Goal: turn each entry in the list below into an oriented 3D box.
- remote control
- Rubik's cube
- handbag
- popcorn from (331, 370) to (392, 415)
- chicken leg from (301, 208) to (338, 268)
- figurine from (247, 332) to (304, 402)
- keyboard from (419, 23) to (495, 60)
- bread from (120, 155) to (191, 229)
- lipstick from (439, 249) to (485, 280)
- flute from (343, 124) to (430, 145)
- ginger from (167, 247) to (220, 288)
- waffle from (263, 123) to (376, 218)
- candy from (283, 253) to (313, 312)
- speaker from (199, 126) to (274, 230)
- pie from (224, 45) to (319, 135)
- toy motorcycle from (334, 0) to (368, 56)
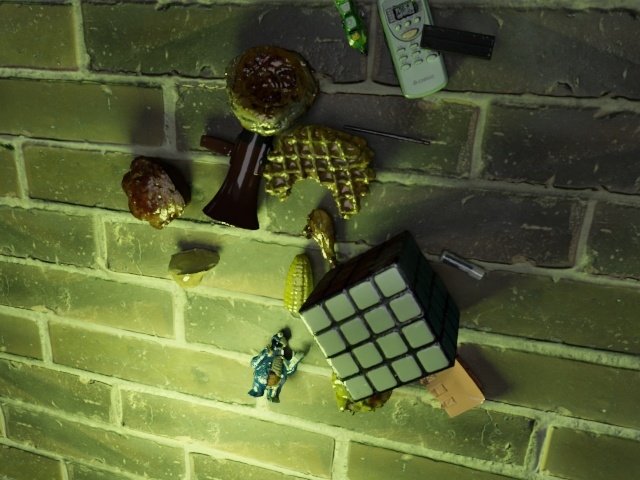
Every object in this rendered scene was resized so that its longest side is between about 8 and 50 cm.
[{"bbox_3d":[0.258,-0.552,1.360,0.140,0.056,0.296,-14,102,21],"label":"remote control"},{"bbox_3d":[0.191,0.218,1.472,0.344,0.344,0.337,-29,98,24],"label":"Rubik's cube"},{"bbox_3d":[0.434,0.477,1.636,0.157,0.059,0.212,-38,93,22],"label":"handbag"},{"bbox_3d":[0.141,0.488,1.667,0.218,0.169,0.189,20,105,20],"label":"popcorn"},{"bbox_3d":[0.003,-0.001,1.593,0.101,0.085,0.207,-20,105,-6],"label":"chicken leg"},{"bbox_3d":[-0.174,0.460,1.782,0.164,0.121,0.262,27,95,-1],"label":"figurine"},{"bbox_3d":[0.373,-0.539,1.322,0.202,0.011,0.067,8,98,-5],"label":"keyboard"},{"bbox_3d":[-0.574,-0.167,1.676,0.232,0.135,0.246,-34,96,23],"label":"bread"},{"bbox_3d":[0.441,0.076,1.516,0.141,0.040,0.040,27,112,6],"label":"lipstick"},{"bbox_3d":[0.198,-0.320,1.474,0.270,0.014,0.014,14,110,11],"label":"flute"},{"bbox_3d":[-0.446,0.110,1.761,0.193,0.115,0.122,-9,126,11],"label":"ginger"},{"bbox_3d":[-0.001,-0.211,1.472,0.324,0.151,0.261,14,108,-5],"label":"waffle"},{"bbox_3d":[-0.071,0.142,1.658,0.106,0.094,0.198,9,102,14],"label":"candy"},{"bbox_3d":[-0.272,-0.224,1.597,0.259,0.198,0.329,23,100,48],"label":"speaker"},{"bbox_3d":[-0.153,-0.450,1.460,0.308,0.085,0.308,-1,78,4],"label":"pie"},{"bbox_3d":[0.089,-0.609,1.363,0.074,0.106,0.190,-19,102,20],"label":"toy motorcycle"}]
